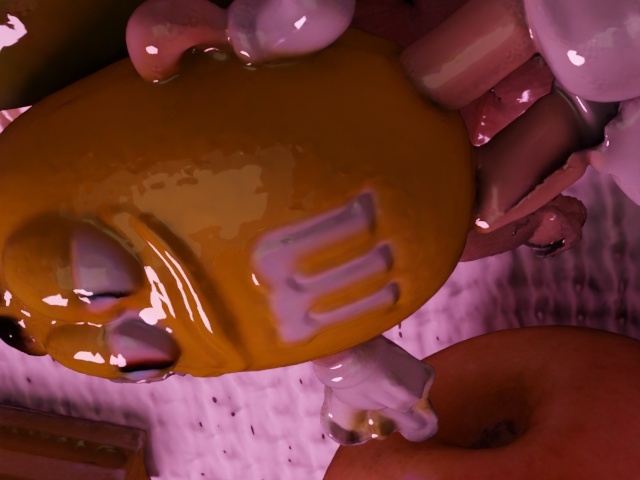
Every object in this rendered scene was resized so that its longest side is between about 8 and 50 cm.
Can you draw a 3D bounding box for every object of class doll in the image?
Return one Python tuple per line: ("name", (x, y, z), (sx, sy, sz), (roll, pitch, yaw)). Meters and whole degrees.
("doll", (0.072, -0.116, 1.003), (0.201, 0.156, 0.303), (11, 142, 17))
("doll", (0.019, -0.025, 0.889), (0.348, 0.161, 0.423), (29, 124, -28))

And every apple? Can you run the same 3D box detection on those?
("apple", (0.166, 0.230, 1.124), (0.364, 0.364, 0.364), (10, 128, 13))

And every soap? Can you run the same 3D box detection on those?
("soap", (-0.271, 0.211, 1.398), (0.233, 0.135, 0.076), (10, 128, 11))

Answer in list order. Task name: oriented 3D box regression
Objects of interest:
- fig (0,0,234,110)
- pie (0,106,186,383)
("fig", (-0.171, -0.243, 0.922), (0.316, 0.316, 0.316), (10, 128, 13))
("pie", (-0.169, -0.020, 1.230), (0.338, 0.075, 0.337), (13, 132, 15))
